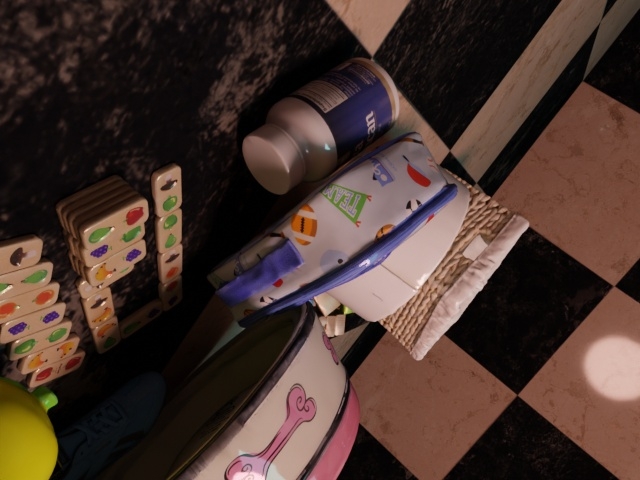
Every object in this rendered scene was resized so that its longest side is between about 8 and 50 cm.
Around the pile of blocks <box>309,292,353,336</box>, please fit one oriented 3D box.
[{"bbox_3d":[-0.029,0.139,1.018,0.362,0.149,0.112,-34,-160,-19],"label":"pile of blocks"}]

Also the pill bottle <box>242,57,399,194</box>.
[{"bbox_3d":[0.001,-0.122,0.554,0.169,0.094,0.094,-40,159,-29],"label":"pill bottle"}]

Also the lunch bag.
[{"bbox_3d":[0.000,0.000,0.626,0.243,0.115,0.303,-38,-177,-41],"label":"lunch bag"}]

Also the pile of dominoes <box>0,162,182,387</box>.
[{"bbox_3d":[-0.204,0.051,0.495,0.196,0.040,0.251,-37,157,-35],"label":"pile of dominoes"}]

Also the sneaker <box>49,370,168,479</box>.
[{"bbox_3d":[-0.282,0.246,0.643,0.209,0.069,0.082,-43,161,-19],"label":"sneaker"}]

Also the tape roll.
[{"bbox_3d":[0.118,-0.007,0.863,0.286,0.100,0.286,-52,-171,11],"label":"tape roll"}]

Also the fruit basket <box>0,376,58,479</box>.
[{"bbox_3d":[-0.339,0.226,0.292,0.392,0.282,0.393,-168,-90,-75],"label":"fruit basket"}]

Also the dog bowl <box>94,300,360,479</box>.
[{"bbox_3d":[-0.122,0.267,0.672,0.408,0.150,0.408,-41,-173,6],"label":"dog bowl"}]

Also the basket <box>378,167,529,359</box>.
[{"bbox_3d":[0.280,0.055,1.281,0.328,0.266,0.331,-40,160,-29],"label":"basket"}]
